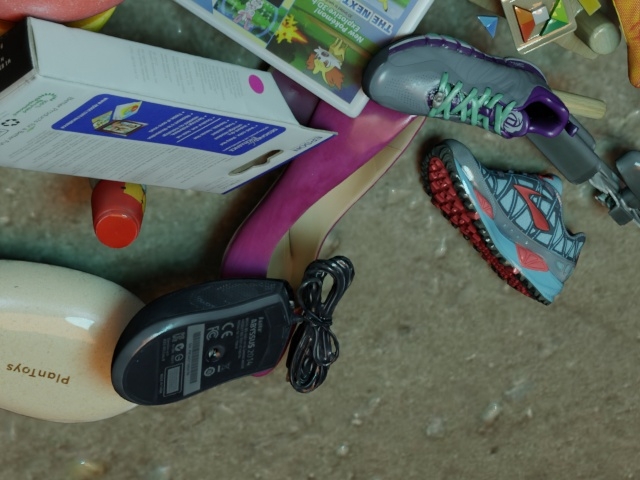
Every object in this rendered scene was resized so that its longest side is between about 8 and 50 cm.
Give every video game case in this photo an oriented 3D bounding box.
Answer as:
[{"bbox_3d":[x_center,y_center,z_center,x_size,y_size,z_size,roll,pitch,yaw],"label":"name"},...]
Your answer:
[{"bbox_3d":[-0.021,-0.330,1.226,0.329,0.036,0.300,33,105,-3],"label":"video game case"}]

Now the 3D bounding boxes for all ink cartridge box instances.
[{"bbox_3d":[-0.170,-0.113,1.200,0.176,0.069,0.371,-25,158,37],"label":"ink cartridge box"}]

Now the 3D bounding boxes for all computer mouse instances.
[{"bbox_3d":[-0.104,0.098,1.351,0.272,0.072,0.188,-10,131,-30],"label":"computer mouse"}]

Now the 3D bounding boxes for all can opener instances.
[{"bbox_3d":[0.307,-0.112,1.483,0.280,0.074,0.093,37,119,-26],"label":"can opener"}]

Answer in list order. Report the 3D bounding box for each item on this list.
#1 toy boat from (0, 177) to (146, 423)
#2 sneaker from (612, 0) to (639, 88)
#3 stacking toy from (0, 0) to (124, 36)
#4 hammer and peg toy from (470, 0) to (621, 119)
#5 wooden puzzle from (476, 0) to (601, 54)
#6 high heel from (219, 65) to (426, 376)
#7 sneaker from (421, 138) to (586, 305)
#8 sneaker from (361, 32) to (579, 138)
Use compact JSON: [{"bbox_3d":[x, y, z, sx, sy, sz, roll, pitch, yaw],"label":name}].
[{"bbox_3d":[-0.263,0.052,1.381,0.267,0.148,0.318,21,117,-19],"label":"toy boat"},{"bbox_3d":[0.320,-0.239,1.293,0.067,0.064,0.175,1,117,8],"label":"sneaker"},{"bbox_3d":[-0.267,-0.261,1.108,0.351,0.350,0.480,12,137,-21],"label":"stacking toy"},{"bbox_3d":[0.232,-0.296,1.339,0.266,0.127,0.361,20,113,-24],"label":"hammer and peg toy"},{"bbox_3d":[0.222,-0.231,1.289,0.116,0.014,0.078,-31,122,5],"label":"wooden puzzle"},{"bbox_3d":[0.000,0.000,1.382,0.127,0.181,0.377,-28,132,-52],"label":"high heel"},{"bbox_3d":[0.219,-0.045,1.498,0.125,0.104,0.262,-49,124,-8],"label":"sneaker"},{"bbox_3d":[0.151,-0.143,1.245,0.224,0.098,0.083,0,124,-31],"label":"sneaker"}]
